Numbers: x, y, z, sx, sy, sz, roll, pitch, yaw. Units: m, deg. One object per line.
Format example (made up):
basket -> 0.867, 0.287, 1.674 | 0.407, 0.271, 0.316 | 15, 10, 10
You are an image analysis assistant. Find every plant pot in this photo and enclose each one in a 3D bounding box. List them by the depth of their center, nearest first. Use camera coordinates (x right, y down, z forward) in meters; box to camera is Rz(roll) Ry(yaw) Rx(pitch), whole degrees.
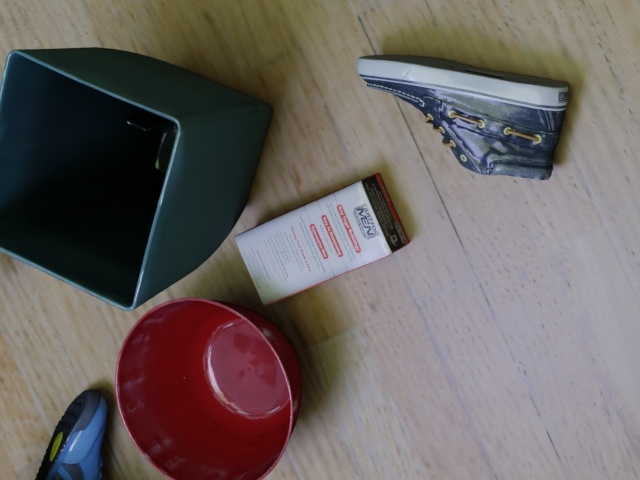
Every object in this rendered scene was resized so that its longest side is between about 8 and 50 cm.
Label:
plant pot -> -0.148, -0.069, 1.344 | 0.165, 0.234, 0.166 | 24, 110, 19

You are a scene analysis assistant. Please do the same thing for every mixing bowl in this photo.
mixing bowl -> -0.085, 0.130, 1.437 | 0.181, 0.098, 0.182 | 6, 104, 25

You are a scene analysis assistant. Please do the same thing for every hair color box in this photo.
hair color box -> 0.000, 0.000, 1.397 | 0.141, 0.043, 0.072 | -22, 92, 29

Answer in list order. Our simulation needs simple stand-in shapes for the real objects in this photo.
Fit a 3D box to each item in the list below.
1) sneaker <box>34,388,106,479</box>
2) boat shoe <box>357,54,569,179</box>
sneaker -> -0.242, 0.247, 1.568 | 0.082, 0.069, 0.209 | 20, 103, -15
boat shoe -> 0.111, -0.103, 1.307 | 0.183, 0.065, 0.083 | 14, 106, 21
